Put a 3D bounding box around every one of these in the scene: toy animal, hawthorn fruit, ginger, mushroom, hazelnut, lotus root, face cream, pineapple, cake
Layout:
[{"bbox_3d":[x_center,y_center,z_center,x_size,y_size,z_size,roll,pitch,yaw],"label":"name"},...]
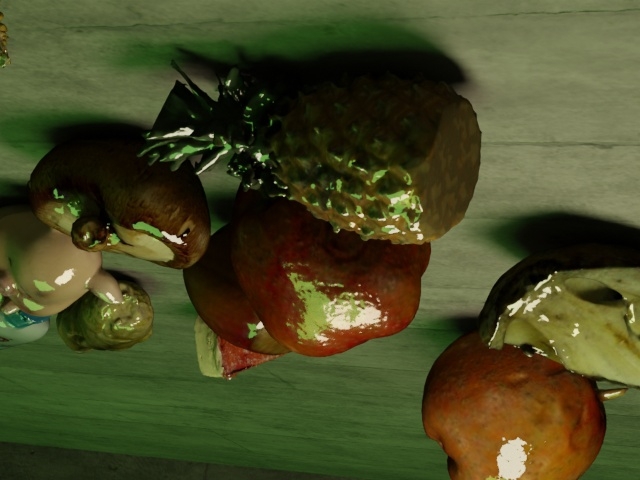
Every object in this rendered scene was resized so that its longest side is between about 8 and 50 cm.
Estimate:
[{"bbox_3d":[-0.383,0.025,1.936,0.250,0.154,0.166,-3,137,48],"label":"toy animal"},{"bbox_3d":[0.000,0.000,1.589,0.224,0.224,0.261,-4,138,37],"label":"hawthorn fruit"},{"bbox_3d":[-0.335,0.125,2.303,0.116,0.109,0.263,-12,175,-30],"label":"ginger"},{"bbox_3d":[-0.223,-0.049,1.681,0.231,0.138,0.194,14,179,25],"label":"mushroom"},{"bbox_3d":[-0.062,0.044,1.815,0.210,0.210,0.186,22,135,-34],"label":"hazelnut"},{"bbox_3d":[0.308,0.248,2.135,0.298,0.277,0.277,-20,152,21],"label":"hawthorn fruit"},{"bbox_3d":[0.339,0.075,1.763,0.314,0.142,0.210,29,118,-36],"label":"lotus root"},{"bbox_3d":[-0.546,0.130,2.473,0.163,0.080,0.337,21,160,-30],"label":"face cream"},{"bbox_3d":[-0.025,-0.096,1.400,0.340,0.169,0.169,11,165,25],"label":"pineapple"},{"bbox_3d":[-0.113,0.140,2.344,0.086,0.116,0.220,-3,-169,42],"label":"cake"}]

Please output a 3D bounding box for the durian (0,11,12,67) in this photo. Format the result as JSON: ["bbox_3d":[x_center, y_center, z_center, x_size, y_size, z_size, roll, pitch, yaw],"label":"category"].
[{"bbox_3d":[-0.343,-0.232,1.248,0.140,0.078,0.224,17,155,19],"label":"durian"}]
